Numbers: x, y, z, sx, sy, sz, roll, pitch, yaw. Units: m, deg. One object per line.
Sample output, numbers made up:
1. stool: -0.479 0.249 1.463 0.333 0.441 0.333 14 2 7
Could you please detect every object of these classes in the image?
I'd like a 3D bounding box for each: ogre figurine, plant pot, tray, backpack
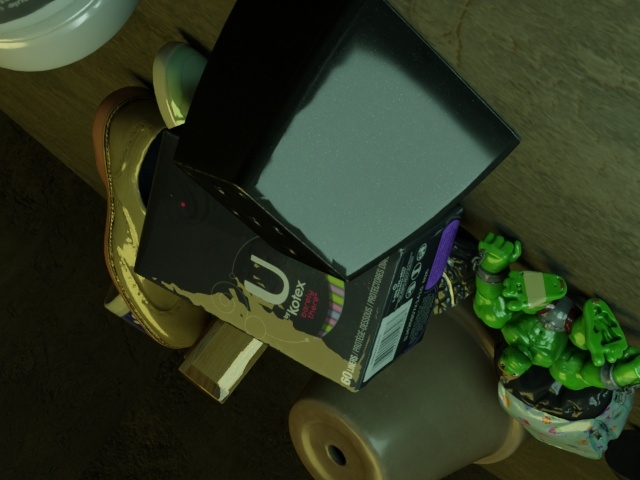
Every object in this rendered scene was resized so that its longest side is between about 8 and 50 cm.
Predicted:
1. ogre figurine: 0.220 0.082 1.419 0.197 0.097 0.118 22 154 -3
2. plant pot: 0.090 0.180 1.686 0.263 0.229 0.263 31 139 32
3. tray: -0.097 0.109 1.919 0.076 0.203 0.411 38 172 -1
4. backpack: 0.262 0.159 1.576 0.152 0.115 0.182 29 172 30
5. plant pot: 0.000 -0.079 1.129 0.188 0.167 0.187 42 170 -29

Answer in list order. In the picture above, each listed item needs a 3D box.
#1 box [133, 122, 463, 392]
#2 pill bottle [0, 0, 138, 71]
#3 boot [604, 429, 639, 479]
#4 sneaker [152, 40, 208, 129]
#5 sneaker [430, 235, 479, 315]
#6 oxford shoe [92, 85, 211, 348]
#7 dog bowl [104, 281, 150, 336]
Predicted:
1. box: -0.025 0.000 1.439 0.270 0.165 0.143 26 -151 21
2. pill bottle: -0.248 -0.262 0.990 0.204 0.204 0.361 34 171 20
3. boot: 0.501 0.371 1.848 0.264 0.096 0.280 27 169 48
4. sneaker: -0.062 -0.113 1.562 0.151 0.094 0.256 -9 124 43
5. sneaker: 0.073 0.007 1.616 0.283 0.122 0.110 2 116 43
6. oxford shoe: -0.214 -0.005 2.012 0.146 0.140 0.397 36 145 53
7. dog bowl: -0.213 0.020 2.261 0.104 0.265 0.265 36 172 -11
